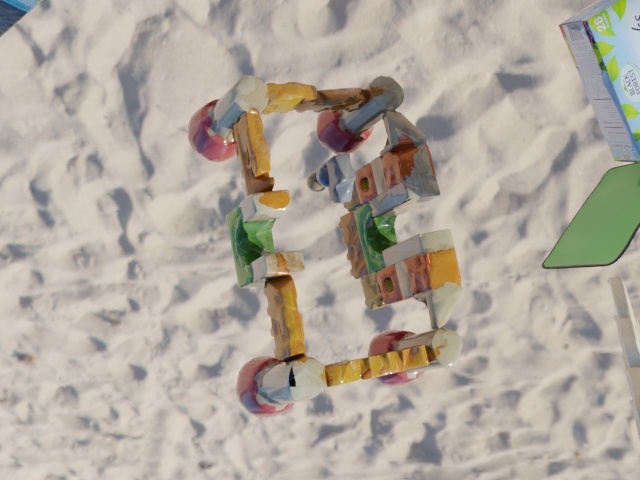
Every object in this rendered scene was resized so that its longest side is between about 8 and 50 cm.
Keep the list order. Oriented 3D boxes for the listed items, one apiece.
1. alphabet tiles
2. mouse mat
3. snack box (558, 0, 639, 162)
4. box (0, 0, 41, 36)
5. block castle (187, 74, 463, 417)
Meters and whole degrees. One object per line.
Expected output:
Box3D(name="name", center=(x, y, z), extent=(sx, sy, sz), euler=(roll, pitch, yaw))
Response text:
Box3D(name="alphabet tiles", center=(0.252, 0.179, 0.559), extent=(0.021, 0.284, 0.278), euler=(-16, 112, 22))
Box3D(name="mouse mat", center=(0.381, -0.036, 1.011), extent=(0.007, 0.190, 0.152), euler=(41, 165, -12))
Box3D(name="snack box", center=(0.432, -0.232, 1.006), extent=(0.174, 0.070, 0.207), euler=(-31, 106, -9))
Box3D(name="box", center=(-0.213, -0.196, 0.480), extent=(0.100, 0.060, 0.244), euler=(23, 155, -39))
Box3D(name="block castle", center=(0.000, 0.000, 1.104), extent=(0.303, 0.453, 0.213), euler=(-7, 169, -27))
